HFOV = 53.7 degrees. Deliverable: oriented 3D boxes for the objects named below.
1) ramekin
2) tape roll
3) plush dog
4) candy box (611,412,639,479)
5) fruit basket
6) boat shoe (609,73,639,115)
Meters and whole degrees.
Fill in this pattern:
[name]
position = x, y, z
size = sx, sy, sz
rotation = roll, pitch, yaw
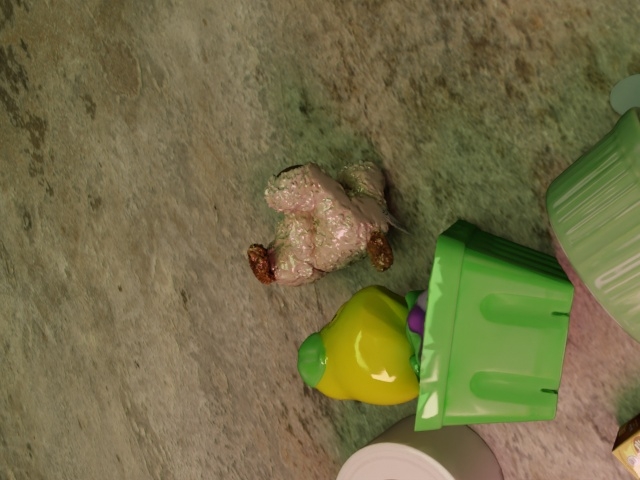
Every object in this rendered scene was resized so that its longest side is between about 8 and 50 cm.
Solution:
[ramekin]
position = 0.425, -0.003, 0.790
size = 0.148, 0.303, 0.303
rotation = -41, 73, 33
[tape roll]
position = 0.164, 0.427, 1.038
size = 0.246, 0.169, 0.246
rotation = 2, 94, 30
[plush dog]
position = 0.000, 0.000, 1.068
size = 0.225, 0.262, 0.211
rotation = -37, 75, 37
[candy box]
position = 0.493, 0.240, 0.866
size = 0.053, 0.109, 0.187
rotation = 48, 114, 19
[fruit basket]
position = 0.150, 0.115, 0.913
size = 0.392, 0.392, 0.283
rotation = 10, 98, 30
[boat shoe]
position = 0.499, -0.187, 0.869
size = 0.183, 0.083, 0.065
rotation = 25, 107, 55
